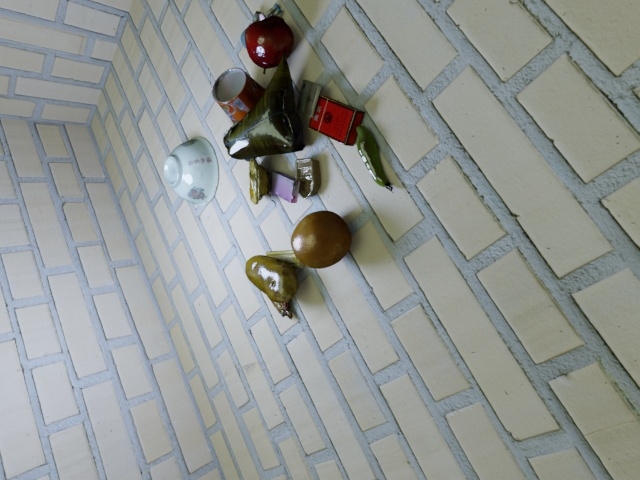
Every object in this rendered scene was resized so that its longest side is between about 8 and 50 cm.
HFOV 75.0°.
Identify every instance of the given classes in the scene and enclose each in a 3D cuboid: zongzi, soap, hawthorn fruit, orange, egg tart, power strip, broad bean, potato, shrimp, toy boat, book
[{"bbox_3d":[-0.287,-0.604,1.943,0.404,0.208,0.431,-5,99,24],"label":"zongzi"},{"bbox_3d":[-0.186,0.097,2.123,0.252,0.037,0.092,-4,92,43],"label":"soap"},{"bbox_3d":[-0.243,-0.893,1.931,0.210,0.230,0.266,31,147,-3],"label":"hawthorn fruit"},{"bbox_3d":[0.000,0.000,1.786,0.264,0.264,0.264,7,100,42],"label":"orange"},{"bbox_3d":[-0.314,-0.300,2.112,0.241,0.106,0.240,176,90,-77],"label":"egg tart"},{"bbox_3d":[-0.178,-0.262,2.016,0.279,0.038,0.109,33,119,54],"label":"power strip"},{"bbox_3d":[0.213,-0.323,1.686,0.075,0.067,0.325,-31,79,41],"label":"broad bean"},{"bbox_3d":[-0.245,0.182,2.077,0.369,0.176,0.195,25,154,39],"label":"potato"},{"bbox_3d":[-0.209,0.281,2.156,0.154,0.062,0.294,-45,64,30],"label":"shrimp"},{"bbox_3d":[-0.056,-0.286,1.935,0.116,0.061,0.188,3,97,41],"label":"toy boat"},{"bbox_3d":[-0.056,-0.637,1.866,0.198,0.016,0.138,50,128,55],"label":"book"}]

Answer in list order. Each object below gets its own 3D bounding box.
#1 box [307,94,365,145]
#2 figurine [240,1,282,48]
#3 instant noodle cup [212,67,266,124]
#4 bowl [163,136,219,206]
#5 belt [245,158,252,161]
[{"bbox_3d":[0.063,-0.516,1.788,0.240,0.074,0.153,35,122,35],"label":"box"},{"bbox_3d":[-0.297,-1.048,2.026,0.260,0.103,0.205,-38,72,29],"label":"figurine"},{"bbox_3d":[-0.389,-0.699,2.034,0.251,0.192,0.250,-8,70,22],"label":"instant noodle cup"},{"bbox_3d":[-0.819,-0.416,2.526,0.435,0.196,0.434,7,101,41],"label":"bowl"},{"bbox_3d":[-0.376,-0.524,2.155,0.128,0.122,0.218,-40,68,35],"label":"belt"}]
